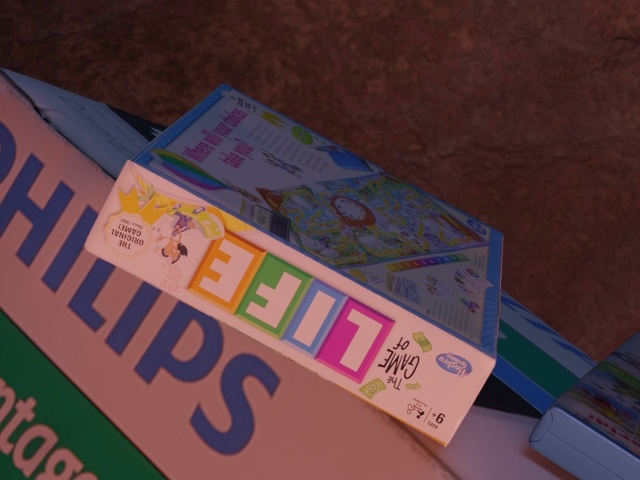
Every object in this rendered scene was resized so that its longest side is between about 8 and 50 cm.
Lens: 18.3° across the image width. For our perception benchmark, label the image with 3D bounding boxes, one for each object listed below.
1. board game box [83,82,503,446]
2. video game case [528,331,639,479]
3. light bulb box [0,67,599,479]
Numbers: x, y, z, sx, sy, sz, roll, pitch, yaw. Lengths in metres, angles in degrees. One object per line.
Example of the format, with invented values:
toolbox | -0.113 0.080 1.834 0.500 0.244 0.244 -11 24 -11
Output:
board game box | 0.000 0.000 0.560 0.103 0.026 0.154 29 13 0
video game case | 0.129 0.073 0.589 0.119 0.015 0.166 33 13 12
light bulb box | -0.023 0.197 0.630 0.225 0.361 0.358 18 16 -49
